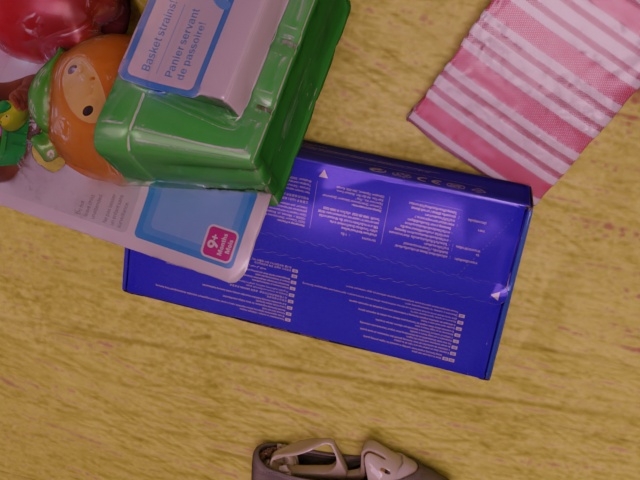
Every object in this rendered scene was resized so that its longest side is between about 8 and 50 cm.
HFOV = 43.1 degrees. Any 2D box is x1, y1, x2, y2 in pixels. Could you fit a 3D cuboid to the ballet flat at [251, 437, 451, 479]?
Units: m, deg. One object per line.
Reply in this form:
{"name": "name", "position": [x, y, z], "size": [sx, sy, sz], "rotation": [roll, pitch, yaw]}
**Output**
{"name": "ballet flat", "position": [0.031, 0.234, 0.820], "size": [0.213, 0.072, 0.068], "rotation": [-2, 103, 11]}

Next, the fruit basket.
{"name": "fruit basket", "position": [-0.169, -0.172, 0.628], "size": [0.353, 0.165, 0.327], "rotation": [19, 79, 5]}

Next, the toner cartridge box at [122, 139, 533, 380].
{"name": "toner cartridge box", "position": [0.000, 0.000, 0.735], "size": [0.348, 0.075, 0.165], "rotation": [13, 111, 9]}

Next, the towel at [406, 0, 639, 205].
{"name": "towel", "position": [0.187, -0.141, 0.695], "size": [0.144, 0.029, 0.197], "rotation": [36, 113, -2]}
